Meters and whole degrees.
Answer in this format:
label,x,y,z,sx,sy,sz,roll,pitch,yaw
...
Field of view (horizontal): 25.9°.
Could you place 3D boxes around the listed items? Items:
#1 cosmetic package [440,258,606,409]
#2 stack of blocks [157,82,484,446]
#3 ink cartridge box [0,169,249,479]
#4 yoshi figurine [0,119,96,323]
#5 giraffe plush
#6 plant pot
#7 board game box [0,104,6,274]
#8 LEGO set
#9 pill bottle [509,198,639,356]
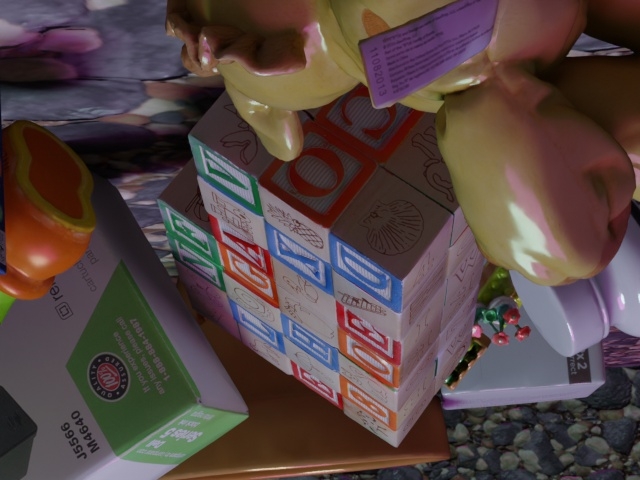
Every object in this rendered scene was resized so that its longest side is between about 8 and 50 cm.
label,x,y,z,sx,sy,sz,roll,pitch,yaw
cosmetic package,0.185,0.077,1.341,0.151,0.151,0.184,-6,168,5
stack of blocks,0.000,0.000,0.795,0.171,0.087,0.297,34,162,15
ink cartridge box,-0.218,0.103,0.911,0.272,0.198,0.115,-35,164,6
yoshi figurine,-0.291,0.059,0.761,0.362,0.203,0.203,-48,176,16
giraffe plush,0.028,-0.084,0.495,0.210,0.182,0.170,-9,-164,-44
plant pot,-0.029,0.121,1.333,0.290,0.204,0.291,-4,168,-1
board game box,-0.235,-0.044,0.580,0.201,0.136,0.035,-5,168,5
LEGO set,0.197,0.027,1.028,0.287,0.132,0.107,-24,-152,5
pill bottle,0.224,-0.004,0.901,0.193,0.108,0.108,-27,171,-8
